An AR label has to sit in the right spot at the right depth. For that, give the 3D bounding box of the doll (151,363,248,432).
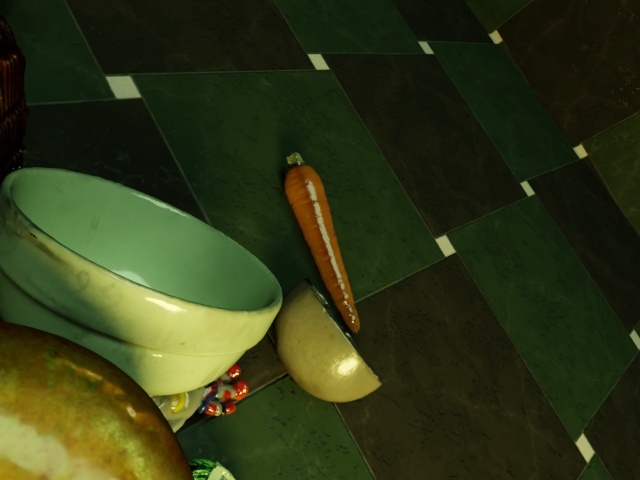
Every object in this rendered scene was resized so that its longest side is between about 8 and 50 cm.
[{"bbox_3d":[-0.176,0.183,0.664,0.195,0.062,0.104,5,60,-45],"label":"doll"}]

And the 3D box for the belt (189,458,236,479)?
[{"bbox_3d":[-0.134,0.321,0.599,0.121,0.079,0.151,-17,85,-55],"label":"belt"}]

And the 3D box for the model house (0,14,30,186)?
[{"bbox_3d":[-0.440,-0.108,0.570,0.282,0.297,0.317,50,13,-34],"label":"model house"}]

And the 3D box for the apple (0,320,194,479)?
[{"bbox_3d":[-0.263,0.249,0.352,0.374,0.374,0.383,16,48,-31],"label":"apple"}]

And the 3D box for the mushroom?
[{"bbox_3d":[-0.002,0.152,0.790,0.117,0.141,0.188,-30,80,-12],"label":"mushroom"}]

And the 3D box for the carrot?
[{"bbox_3d":[0.000,0.000,0.937,0.069,0.069,0.335,-6,73,-41],"label":"carrot"}]

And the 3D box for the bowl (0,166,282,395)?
[{"bbox_3d":[-0.206,0.056,0.601,0.307,0.163,0.307,25,12,-6],"label":"bowl"}]
